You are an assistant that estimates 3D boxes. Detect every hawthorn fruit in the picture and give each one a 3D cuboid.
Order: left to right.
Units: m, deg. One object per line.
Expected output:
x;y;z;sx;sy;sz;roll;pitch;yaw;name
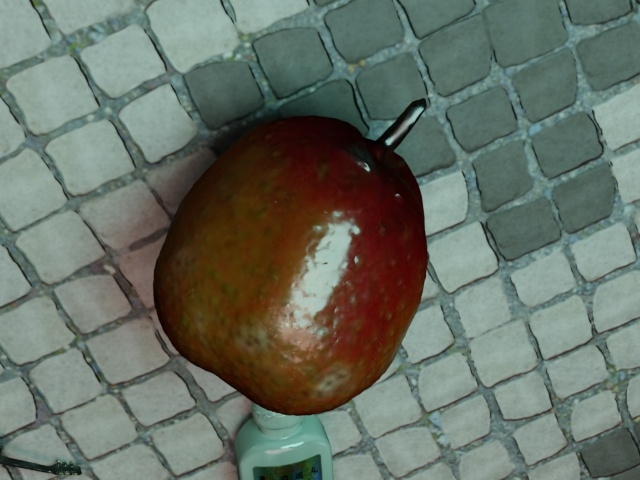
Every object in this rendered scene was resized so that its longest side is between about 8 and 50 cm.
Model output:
0.000;0.000;1.229;0.284;0.285;0.369;32;104;-26;hawthorn fruit

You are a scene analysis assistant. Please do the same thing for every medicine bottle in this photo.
-0.046;0.287;1.497;0.121;0.083;0.229;-9;122;-8;medicine bottle

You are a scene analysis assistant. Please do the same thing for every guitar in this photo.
-0.396;0.258;1.416;0.233;0.088;0.025;19;115;-32;guitar
